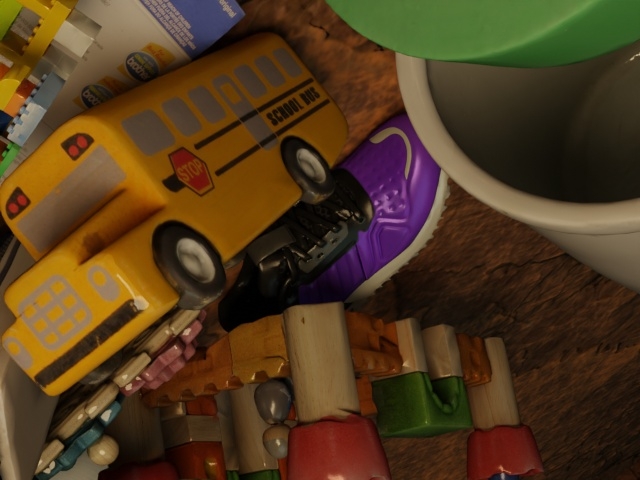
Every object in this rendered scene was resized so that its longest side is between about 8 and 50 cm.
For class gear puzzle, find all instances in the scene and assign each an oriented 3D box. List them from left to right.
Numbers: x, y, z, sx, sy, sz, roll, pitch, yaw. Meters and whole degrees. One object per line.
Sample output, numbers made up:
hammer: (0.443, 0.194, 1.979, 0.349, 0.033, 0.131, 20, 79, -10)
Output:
gear puzzle: (-0.186, 0.120, 0.875, 0.175, 0.044, 0.339, -46, -167, -17)

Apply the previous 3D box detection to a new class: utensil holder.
utensil holder: (0.293, -0.125, 0.925, 0.327, 0.327, 0.385, -44, 150, 14)

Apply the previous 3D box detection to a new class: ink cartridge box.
ink cartridge box: (-0.216, -0.115, 0.702, 0.311, 0.065, 0.186, -35, 149, 6)

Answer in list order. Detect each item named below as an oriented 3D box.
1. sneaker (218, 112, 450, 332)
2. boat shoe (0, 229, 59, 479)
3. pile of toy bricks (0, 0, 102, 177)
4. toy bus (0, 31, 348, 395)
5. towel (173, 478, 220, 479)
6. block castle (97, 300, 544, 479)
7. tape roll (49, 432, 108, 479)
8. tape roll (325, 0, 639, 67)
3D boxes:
sneaker: (0.000, 0.001, 1.024, 0.146, 0.102, 0.293, 3, 133, -44)
boat shoe: (-0.249, 0.052, 0.743, 0.158, 0.340, 0.127, -1, 112, 2)
pile of toy bricks: (-0.229, -0.066, 0.627, 0.105, 0.118, 0.212, 34, 128, -16)
toy bus: (-0.090, -0.034, 0.708, 0.108, 0.130, 0.333, -35, -175, 30)
towel: (-0.269, 0.211, 0.817, 0.325, 0.038, 0.248, -15, 166, 31)
block castle: (0.010, 0.214, 1.096, 0.303, 0.212, 0.453, -17, 162, 27)
tape roll: (-0.379, 0.301, 1.104, 0.392, 0.072, 0.392, -25, 148, -17)
tape roll: (0.101, -0.253, 0.566, 0.077, 0.321, 0.321, -4, 137, -41)
